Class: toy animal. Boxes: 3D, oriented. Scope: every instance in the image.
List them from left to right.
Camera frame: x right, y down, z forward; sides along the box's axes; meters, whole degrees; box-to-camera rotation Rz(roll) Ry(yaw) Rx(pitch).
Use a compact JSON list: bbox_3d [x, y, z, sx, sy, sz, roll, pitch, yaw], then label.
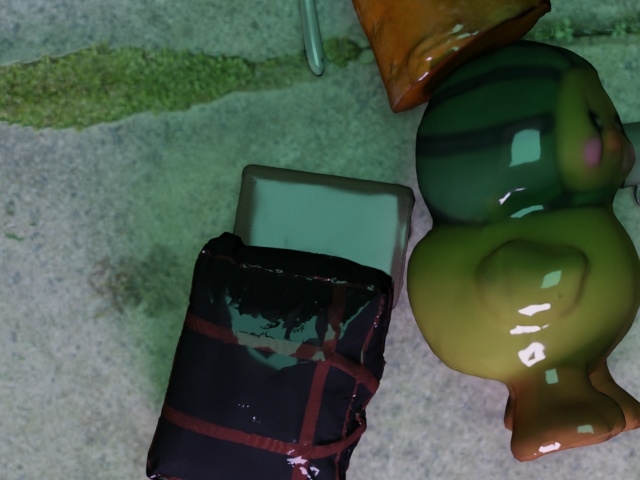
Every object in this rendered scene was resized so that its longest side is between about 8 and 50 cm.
[{"bbox_3d":[0.163,0.005,1.605,0.191,0.216,0.338,-8,87,24],"label":"toy animal"}]

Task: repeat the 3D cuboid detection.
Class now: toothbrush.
[{"bbox_3d":[-0.028,-0.270,1.704,0.026,0.022,0.263,-10,86,9],"label":"toothbrush"}]

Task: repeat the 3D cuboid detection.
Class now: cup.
[{"bbox_3d":[0.293,-0.069,1.684,0.083,0.054,0.075,-11,85,-5],"label":"cup"}]

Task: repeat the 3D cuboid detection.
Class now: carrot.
[{"bbox_3d":[0.079,-0.243,1.641,0.159,0.159,0.225,-27,85,-4],"label":"carrot"}]

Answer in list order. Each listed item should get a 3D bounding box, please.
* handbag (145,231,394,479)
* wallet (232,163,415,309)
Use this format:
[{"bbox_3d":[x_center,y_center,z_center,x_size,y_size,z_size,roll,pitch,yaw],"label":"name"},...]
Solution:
[{"bbox_3d":[-0.036,0.111,1.601,0.169,0.155,0.215,15,102,5],"label":"handbag"},{"bbox_3d":[0.000,0.000,1.675,0.152,0.039,0.118,10,85,3],"label":"wallet"}]
